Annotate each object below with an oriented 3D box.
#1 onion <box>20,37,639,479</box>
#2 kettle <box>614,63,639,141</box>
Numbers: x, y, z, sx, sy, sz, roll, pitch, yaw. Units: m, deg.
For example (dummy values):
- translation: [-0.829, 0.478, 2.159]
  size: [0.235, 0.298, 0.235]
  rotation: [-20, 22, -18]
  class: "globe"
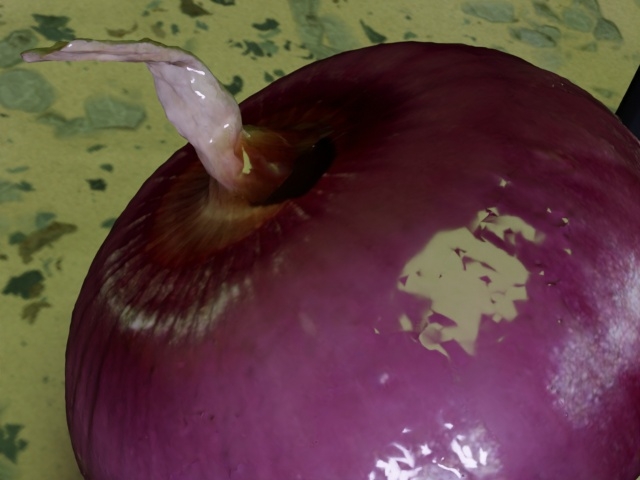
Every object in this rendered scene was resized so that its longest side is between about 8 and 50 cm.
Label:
- translation: [0.027, 0.020, 0.759]
  size: [0.358, 0.344, 0.358]
  rotation: [-3, 26, 1]
  class: "onion"
- translation: [0.394, -0.112, 1.042]
  size: [0.262, 0.308, 0.203]
  rotation: [-20, 61, -32]
  class: "kettle"
